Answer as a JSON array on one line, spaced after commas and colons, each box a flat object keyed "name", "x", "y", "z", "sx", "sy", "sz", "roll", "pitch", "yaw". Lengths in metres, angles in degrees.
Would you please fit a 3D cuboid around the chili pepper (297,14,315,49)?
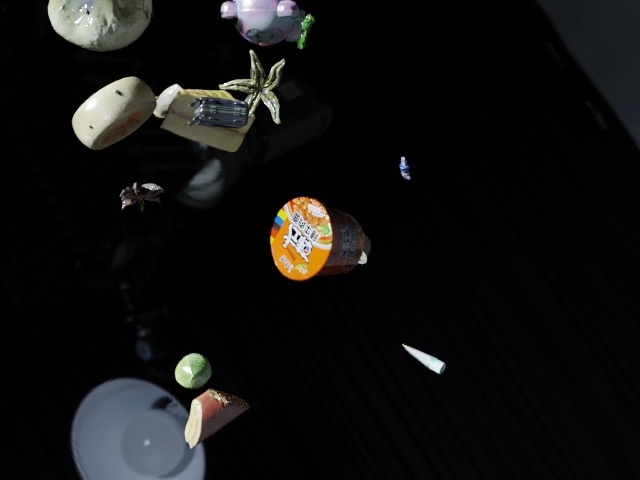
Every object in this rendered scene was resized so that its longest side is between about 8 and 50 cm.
[{"name": "chili pepper", "x": -0.068, "y": -0.837, "z": 2.671, "sx": 0.050, "sy": 0.182, "sz": 0.073, "roll": 28, "pitch": -31, "yaw": -31}]

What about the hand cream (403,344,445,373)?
[{"name": "hand cream", "x": 0.396, "y": 0.453, "z": 2.532, "sx": 0.047, "sy": 0.174, "sz": 0.076, "roll": -56, "pitch": -34, "yaw": -13}]

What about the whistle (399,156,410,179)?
[{"name": "whistle", "x": 0.252, "y": -0.214, "z": 1.954, "sx": 0.029, "sy": 0.033, "sz": 0.083, "roll": -40, "pitch": -39, "yaw": -18}]

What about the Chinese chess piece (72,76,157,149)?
[{"name": "Chinese chess piece", "x": -0.633, "y": -0.390, "z": 2.028, "sx": 0.273, "sy": 0.102, "sz": 0.273, "roll": -37, "pitch": 3, "yaw": 2}]

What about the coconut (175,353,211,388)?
[{"name": "coconut", "x": -0.307, "y": 0.316, "z": 1.591, "sx": 0.087, "sy": 0.088, "sz": 0.096, "roll": -30, "pitch": 7, "yaw": -5}]

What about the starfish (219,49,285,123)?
[{"name": "starfish", "x": -0.177, "y": -0.394, "z": 1.708, "sx": 0.053, "sy": 0.175, "sz": 0.208, "roll": -84, "pitch": 4, "yaw": -61}]

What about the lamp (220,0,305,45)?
[{"name": "lamp", "x": -0.165, "y": -0.752, "z": 2.121, "sx": 0.247, "sy": 0.248, "sz": 0.301, "roll": 6, "pitch": 14, "yaw": 10}]

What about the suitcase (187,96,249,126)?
[{"name": "suitcase", "x": -0.223, "y": -0.279, "z": 1.449, "sx": 0.126, "sy": 0.059, "sz": 0.086, "roll": 2, "pitch": 3, "yaw": -21}]

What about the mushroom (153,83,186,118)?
[{"name": "mushroom", "x": -0.583, "y": -0.541, "z": 2.562, "sx": 0.097, "sy": 0.088, "sz": 0.212, "roll": 28, "pitch": -32, "yaw": -32}]

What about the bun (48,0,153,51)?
[{"name": "bun", "x": -0.585, "y": -0.632, "z": 1.748, "sx": 0.272, "sy": 0.273, "sz": 0.168, "roll": -29, "pitch": -28, "yaw": -11}]

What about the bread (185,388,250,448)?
[{"name": "bread", "x": -0.289, "y": 0.464, "z": 1.764, "sx": 0.192, "sy": 0.119, "sz": 0.067, "roll": -35, "pitch": 37, "yaw": -22}]

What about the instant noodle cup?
[{"name": "instant noodle cup", "x": 0.000, "y": 0.000, "z": 2.008, "sx": 0.250, "sy": 0.250, "sz": 0.192, "roll": -37, "pitch": -26, "yaw": 33}]

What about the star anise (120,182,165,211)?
[{"name": "star anise", "x": -0.517, "y": -0.132, "z": 1.896, "sx": 0.141, "sy": 0.042, "sz": 0.141, "roll": -16, "pitch": -20, "yaw": -6}]

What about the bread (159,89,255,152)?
[{"name": "bread", "x": -0.373, "y": -0.392, "z": 2.192, "sx": 0.264, "sy": 0.163, "sz": 0.168, "roll": -20, "pitch": -34, "yaw": -58}]

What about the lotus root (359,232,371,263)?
[{"name": "lotus root", "x": 0.136, "y": 0.024, "z": 2.468, "sx": 0.081, "sy": 0.112, "sz": 0.122, "roll": -53, "pitch": -30, "yaw": -28}]
